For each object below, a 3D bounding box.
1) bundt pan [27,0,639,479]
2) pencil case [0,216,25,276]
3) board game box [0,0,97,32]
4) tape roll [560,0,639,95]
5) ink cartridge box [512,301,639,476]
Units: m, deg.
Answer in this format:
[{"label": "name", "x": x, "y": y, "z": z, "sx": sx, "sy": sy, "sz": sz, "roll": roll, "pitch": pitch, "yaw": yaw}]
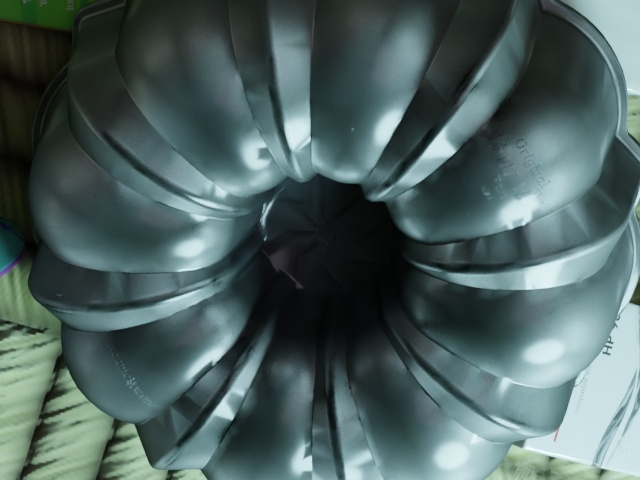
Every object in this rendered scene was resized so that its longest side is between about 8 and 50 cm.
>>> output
[{"label": "bundt pan", "x": 0.000, "y": 0.000, "z": 0.915, "sx": 0.331, "sy": 0.124, "sz": 0.331, "roll": 3, "pitch": 112, "yaw": 7}, {"label": "pencil case", "x": -0.214, "y": -0.041, "z": 0.929, "sx": 0.152, "sy": 0.064, "sz": 0.070, "roll": 59, "pitch": 33, "yaw": -19}, {"label": "board game box", "x": -0.153, "y": -0.173, "z": 0.952, "sx": 0.259, "sy": 0.039, "sz": 0.124, "roll": 6, "pitch": 93, "yaw": -33}, {"label": "tape roll", "x": 0.149, "y": -0.204, "z": 1.030, "sx": 0.246, "sy": 0.169, "sz": 0.246, "roll": -4, "pitch": 98, "yaw": -26}, {"label": "ink cartridge box", "x": 0.165, "y": 0.085, "z": 1.133, "sx": 0.180, "sy": 0.060, "sz": 0.104, "roll": 15, "pitch": 90, "yaw": -27}]
